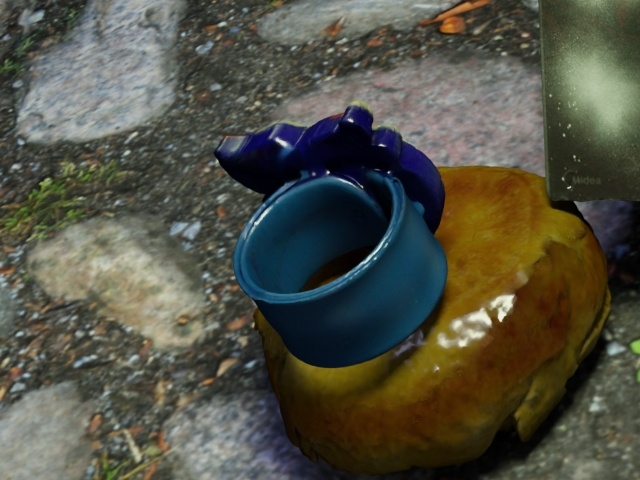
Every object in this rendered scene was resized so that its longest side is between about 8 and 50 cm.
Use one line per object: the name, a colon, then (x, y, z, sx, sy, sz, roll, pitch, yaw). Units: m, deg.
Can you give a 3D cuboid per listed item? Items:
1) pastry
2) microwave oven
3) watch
pastry: (0.103, 0.069, 1.681, 0.356, 0.164, 0.356, -18, 35, 13)
microwave oven: (0.460, -0.176, 1.655, 0.432, 0.236, 0.374, 2, 12, 28)
watch: (0.009, 0.003, 1.560, 0.196, 0.171, 0.200, -15, 43, 38)
